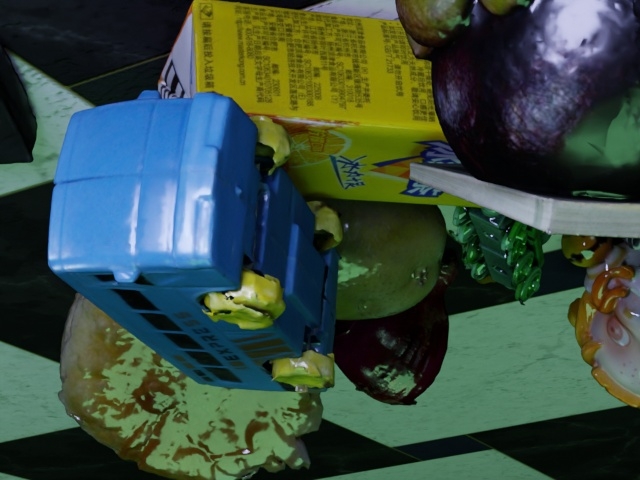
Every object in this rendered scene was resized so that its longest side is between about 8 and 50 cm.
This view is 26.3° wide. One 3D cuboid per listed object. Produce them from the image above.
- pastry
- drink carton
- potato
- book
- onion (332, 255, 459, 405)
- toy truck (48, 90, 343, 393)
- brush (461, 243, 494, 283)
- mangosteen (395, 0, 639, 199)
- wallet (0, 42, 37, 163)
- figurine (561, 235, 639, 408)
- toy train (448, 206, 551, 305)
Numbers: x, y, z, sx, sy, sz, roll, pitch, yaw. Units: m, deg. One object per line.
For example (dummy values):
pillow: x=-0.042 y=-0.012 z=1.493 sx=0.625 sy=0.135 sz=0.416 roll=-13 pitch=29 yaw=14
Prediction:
pastry: x=-0.137 y=0.132 z=1.570 sx=0.329 sy=0.136 sz=0.330 roll=-1 pitch=117 yaw=-3
drink carton: x=0.049 y=-0.108 z=1.162 sx=0.351 sy=0.111 sz=0.154 roll=4 pitch=158 yaw=-18
potato: x=0.000 y=0.000 z=1.370 sx=0.251 sy=0.159 sz=0.174 roll=10 pitch=123 yaw=-1
book: x=0.206 y=-0.033 z=1.027 sx=0.215 sy=0.025 sz=0.282 roll=1 pitch=-172 yaw=-17
onion: x=0.084 y=0.089 z=1.644 sx=0.135 sy=0.173 sz=0.198 roll=20 pitch=106 yaw=-25
toy truck: x=-0.081 y=0.019 z=1.103 sx=0.162 sy=0.161 sz=0.385 roll=0 pitch=161 yaw=13
brush: x=0.188 y=-0.014 z=1.541 sx=0.085 sy=0.020 sz=0.336 roll=-9 pitch=157 yaw=12
mangosteen: x=0.168 y=-0.146 z=0.932 sx=0.287 sy=0.233 sz=0.287 roll=6 pitch=-164 yaw=-2
wallet: x=-0.441 y=-0.109 z=1.162 sx=0.377 sy=0.051 sz=0.197 roll=-3 pitch=161 yaw=-1
figurine: x=0.415 y=0.075 z=1.571 sx=0.320 sy=0.196 sz=0.323 roll=40 pitch=145 yaw=6
toy train: x=0.199 y=-0.022 z=1.404 sx=0.085 sy=0.119 sz=0.251 roll=28 pitch=170 yaw=19
